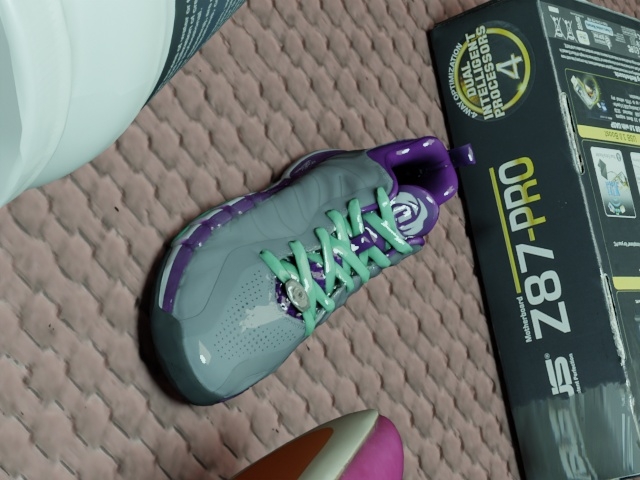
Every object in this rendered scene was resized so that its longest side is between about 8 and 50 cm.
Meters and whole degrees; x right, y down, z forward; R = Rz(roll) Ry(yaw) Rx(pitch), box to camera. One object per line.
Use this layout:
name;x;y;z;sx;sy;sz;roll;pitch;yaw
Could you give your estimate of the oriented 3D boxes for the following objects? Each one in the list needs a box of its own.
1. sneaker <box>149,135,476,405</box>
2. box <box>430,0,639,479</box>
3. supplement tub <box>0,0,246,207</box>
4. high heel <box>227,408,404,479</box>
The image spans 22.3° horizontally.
sneaker;0.000;0.000;0.814;0.083;0.098;0.223;62;35;-16
box;0.245;0.005;1.167;0.395;0.097;0.318;2;72;-55
supplement tub;-0.117;-0.137;0.627;0.191;0.191;0.272;59;36;-19
high heel;-0.038;0.237;0.627;0.181;0.127;0.377;51;53;-13
